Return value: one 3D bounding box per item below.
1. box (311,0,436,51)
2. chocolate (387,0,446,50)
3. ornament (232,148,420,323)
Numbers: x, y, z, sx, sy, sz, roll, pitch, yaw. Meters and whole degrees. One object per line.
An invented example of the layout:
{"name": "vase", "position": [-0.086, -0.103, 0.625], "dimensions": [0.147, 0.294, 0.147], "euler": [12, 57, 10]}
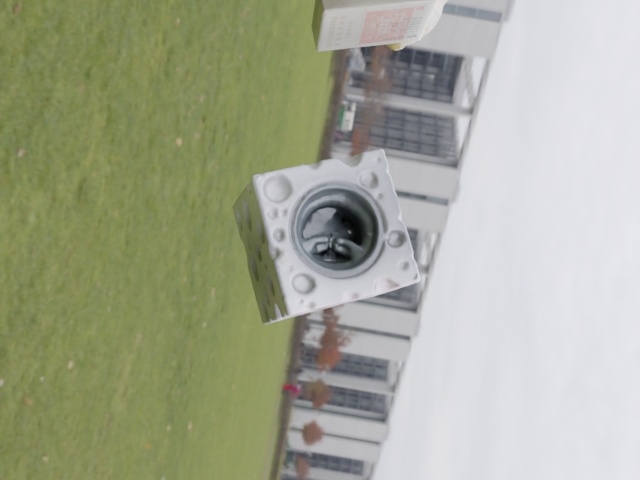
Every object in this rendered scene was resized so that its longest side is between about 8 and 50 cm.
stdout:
{"name": "box", "position": [0.090, -0.400, 1.393], "dimensions": [0.141, 0.201, 0.058], "euler": [111, -31, -72]}
{"name": "chocolate", "position": [0.211, -0.524, 1.658], "dimensions": [0.309, 0.134, 0.134], "euler": [-58, 170, -24]}
{"name": "ornament", "position": [0.000, 0.000, 1.411], "dimensions": [0.240, 0.240, 0.239], "euler": [148, -72, -73]}
